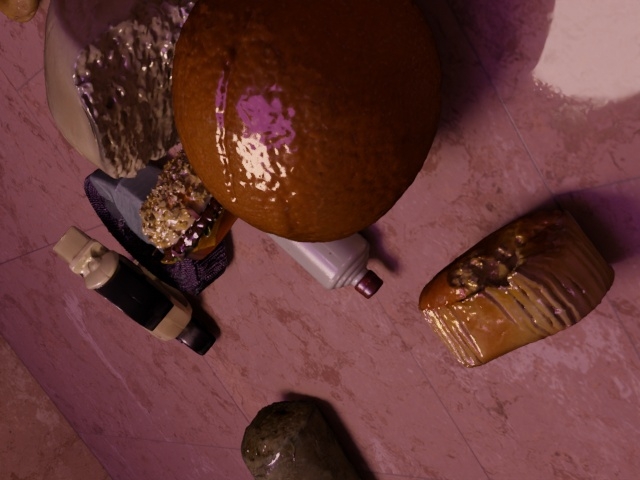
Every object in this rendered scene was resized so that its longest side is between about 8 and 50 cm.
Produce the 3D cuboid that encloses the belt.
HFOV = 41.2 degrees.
[{"bbox_3d":[-0.323,-0.039,1.674,0.325,0.122,0.260,38,152,19],"label":"belt"}]

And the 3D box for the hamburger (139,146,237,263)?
[{"bbox_3d":[-0.205,-0.075,1.409,0.139,0.243,0.262,35,150,-14],"label":"hamburger"}]

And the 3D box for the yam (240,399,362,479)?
[{"bbox_3d":[-0.031,0.491,1.806,0.195,0.195,0.300,-9,116,51],"label":"yam"}]

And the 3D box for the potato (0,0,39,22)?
[{"bbox_3d":[-0.551,-0.473,1.526,0.107,0.080,0.170,48,149,22],"label":"potato"}]

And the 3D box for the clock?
[{"bbox_3d":[-0.383,0.113,1.809,0.276,0.120,0.379,36,170,24],"label":"clock"}]

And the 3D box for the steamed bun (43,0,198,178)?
[{"bbox_3d":[-0.306,-0.253,1.273,0.274,0.272,0.290,22,130,15],"label":"steamed bun"}]

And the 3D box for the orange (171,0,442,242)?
[{"bbox_3d":[-0.015,-0.163,1.036,0.322,0.322,0.356,25,134,30],"label":"orange"}]

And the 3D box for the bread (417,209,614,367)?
[{"bbox_3d":[0.241,0.059,1.099,0.133,0.179,0.250,54,146,-2],"label":"bread"}]

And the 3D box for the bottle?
[{"bbox_3d":[0.000,0.000,1.368,0.245,0.104,0.104,42,145,10],"label":"bottle"}]
